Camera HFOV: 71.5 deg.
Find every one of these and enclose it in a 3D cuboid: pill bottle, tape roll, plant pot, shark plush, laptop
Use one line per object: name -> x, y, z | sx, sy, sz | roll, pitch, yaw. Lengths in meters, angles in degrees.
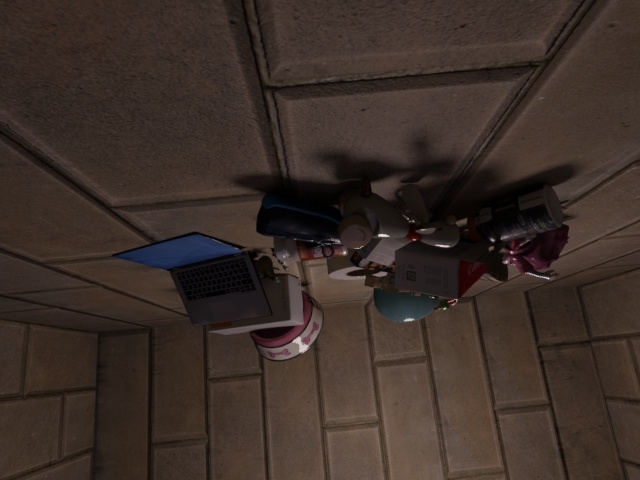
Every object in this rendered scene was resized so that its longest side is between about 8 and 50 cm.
pill bottle -> -0.028, 0.000, 1.353 | 0.216, 0.121, 0.121 | -8, 164, 7
tape roll -> 0.167, 0.081, 1.756 | 0.286, 0.100, 0.286 | -6, 164, -2
plant pot -> 0.360, 0.184, 1.952 | 0.290, 0.290, 0.195 | -9, 132, 13
shark plush -> -0.158, 0.072, 1.701 | 0.067, 0.073, 0.161 | 21, 179, 22
pill bottle -> 0.560, -0.067, 1.306 | 0.130, 0.130, 0.246 | 10, 158, -44
laptop -> -0.443, 0.162, 1.585 | 0.382, 0.408, 0.236 | -12, -165, 25

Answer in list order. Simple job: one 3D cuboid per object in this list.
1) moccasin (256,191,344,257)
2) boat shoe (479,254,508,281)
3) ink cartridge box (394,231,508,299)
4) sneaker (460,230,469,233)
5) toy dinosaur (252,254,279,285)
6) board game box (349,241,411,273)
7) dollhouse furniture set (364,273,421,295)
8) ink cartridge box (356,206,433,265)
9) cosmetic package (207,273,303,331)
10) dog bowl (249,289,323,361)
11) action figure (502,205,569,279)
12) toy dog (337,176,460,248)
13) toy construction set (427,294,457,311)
moccasin -> -0.022, -0.037, 1.187 | 0.342, 0.138, 0.117 | 16, 112, -31
boat shoe -> 0.756, 0.123, 2.107 | 0.355, 0.132, 0.130 | 17, 164, -35
ink cartridge box -> 0.423, 0.069, 1.401 | 0.272, 0.130, 0.309 | 8, -161, 35
sneaker -> 0.432, 0.035, 1.664 | 0.131, 0.112, 0.296 | 10, 158, -43
toy dinosaur -> -0.299, 0.106, 1.713 | 0.313, 0.121, 0.160 | 7, 146, 5
board game box -> 0.232, 0.031, 1.528 | 0.243, 0.042, 0.165 | 12, 119, -44
dollhouse furniture set -> 0.290, 0.147, 1.745 | 0.161, 0.101, 0.182 | 11, 179, 41
ink cartridge box -> 0.231, -0.026, 1.378 | 0.224, 0.056, 0.181 | -53, 149, 12
cosmetic package -> -0.323, 0.322, 2.194 | 0.453, 0.230, 0.161 | -12, 159, 19
dog bowl -> -0.197, 0.411, 2.320 | 0.408, 0.408, 0.150 | -11, 136, 19
action figure -> 0.728, -0.008, 1.574 | 0.370, 0.248, 0.276 | 8, -174, -43
toy dog -> 0.194, -0.075, 1.107 | 0.334, 0.220, 0.161 | -6, 134, -26
toy construction set -> 0.577, 0.108, 1.820 | 0.309, 0.257, 0.237 | -8, 157, -46
